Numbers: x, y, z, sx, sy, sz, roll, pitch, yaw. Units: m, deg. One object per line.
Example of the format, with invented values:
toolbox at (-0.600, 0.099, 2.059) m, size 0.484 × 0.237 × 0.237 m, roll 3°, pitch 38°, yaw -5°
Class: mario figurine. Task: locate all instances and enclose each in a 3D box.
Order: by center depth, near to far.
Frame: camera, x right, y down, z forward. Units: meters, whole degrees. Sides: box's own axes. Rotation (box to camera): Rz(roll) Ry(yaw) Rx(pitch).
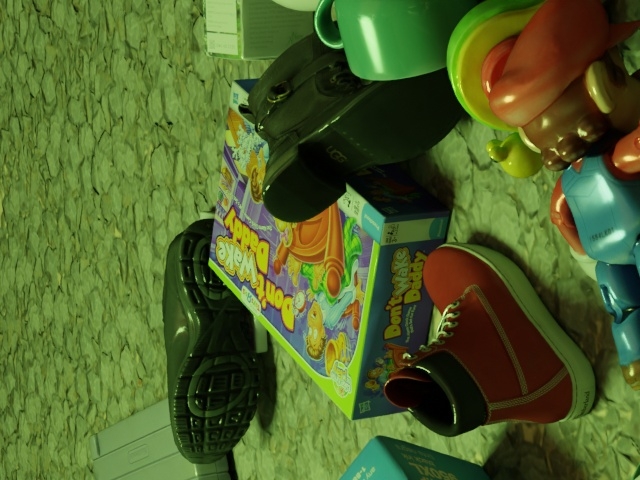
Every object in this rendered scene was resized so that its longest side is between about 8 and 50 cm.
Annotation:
mario figurine at (0.263, -0.056, 1.571) m, size 0.198 × 0.170 × 0.320 m, roll -24°, pitch 83°, yaw 24°

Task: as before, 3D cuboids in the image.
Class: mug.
mug at (0.065, -0.215, 1.807) m, size 0.129 × 0.158 × 0.097 m, roll -86°, pitch -18°, yaw -64°

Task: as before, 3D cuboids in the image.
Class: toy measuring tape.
toy measuring tape at (0.168, -0.211, 1.664) m, size 0.121 × 0.121 × 0.330 m, roll 33°, pitch 126°, yaw 56°

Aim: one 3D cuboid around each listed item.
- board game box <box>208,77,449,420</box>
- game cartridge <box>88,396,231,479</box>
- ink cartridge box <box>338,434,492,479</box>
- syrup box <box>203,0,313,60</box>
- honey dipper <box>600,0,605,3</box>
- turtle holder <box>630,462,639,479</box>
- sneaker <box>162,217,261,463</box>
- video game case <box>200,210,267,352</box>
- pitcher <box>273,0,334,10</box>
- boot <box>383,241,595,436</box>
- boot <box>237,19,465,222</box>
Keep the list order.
board game box at (0.000, 0.000, 2.076) m, size 0.347 × 0.078 × 0.233 m, roll 44°, pitch 133°, yaw 50°
game cartridge at (-0.202, 0.333, 2.549) m, size 0.355 × 0.068 × 0.230 m, roll -29°, pitch 74°, yaw 60°
ink cartridge box at (0.109, 0.415, 1.760) m, size 0.285 × 0.166 × 0.395 m, roll -53°, pitch 44°, yaw 15°
syrup box at (-0.070, -0.316, 2.122) m, size 0.093 × 0.096 × 0.237 m, roll 14°, pitch 108°, yaw 59°
honey dipper at (0.251, -0.257, 1.606) m, size 0.030 × 0.030 × 0.161 m, roll 63°, pitch 148°, yaw 34°
turtle holder at (0.340, 0.192, 1.318) m, size 0.320 × 0.227 × 0.243 m, roll -20°, pitch 77°, yaw 62°
sneaker at (-0.138, 0.120, 2.313) m, size 0.130 × 0.109 × 0.286 m, roll 174°, pitch 99°, yaw -68°
video game case at (-0.104, 0.048, 2.347) m, size 0.143 × 0.019 × 0.157 m, roll 11°, pitch 104°, yaw 61°
pitcher at (0.026, -0.274, 1.945) m, size 0.207 × 0.125 × 0.178 m, roll -7°, pitch 104°, yaw 51°
boot at (0.113, 0.086, 1.778) m, size 0.244 × 0.176 × 0.088 m, roll 51°, pitch 140°, yaw 48°
boot at (0.024, -0.153, 1.951) m, size 0.263 × 0.091 × 0.229 m, roll -32°, pitch 33°, yaw 18°
